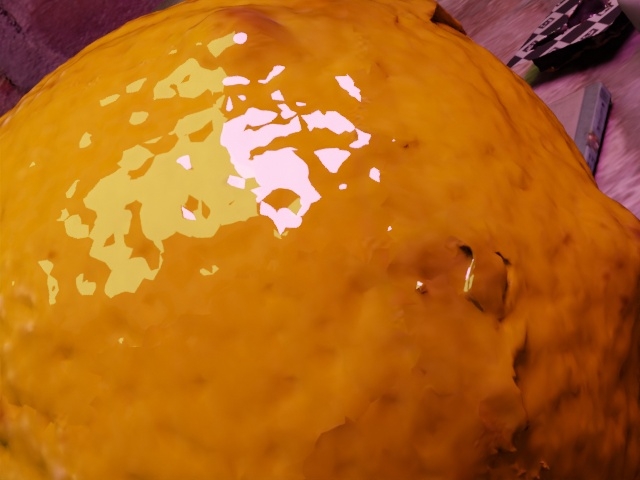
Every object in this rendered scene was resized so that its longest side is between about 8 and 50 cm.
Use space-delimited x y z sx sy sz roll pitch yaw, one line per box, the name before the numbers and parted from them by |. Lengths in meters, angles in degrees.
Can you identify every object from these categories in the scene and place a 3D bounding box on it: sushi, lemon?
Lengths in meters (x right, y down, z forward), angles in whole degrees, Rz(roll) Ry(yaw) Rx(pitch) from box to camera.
sushi | 0.216 -0.172 1.255 0.120 0.026 0.126 -18 26 53
lemon | -0.029 0.059 0.760 0.387 0.350 0.350 -24 25 23

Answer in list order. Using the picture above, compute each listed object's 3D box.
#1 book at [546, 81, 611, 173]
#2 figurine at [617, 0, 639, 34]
book | 0.091 0.013 1.096 0.215 0.025 0.283 -25 26 35
figurine | 0.266 -0.188 1.044 0.176 0.133 0.236 -41 16 28
